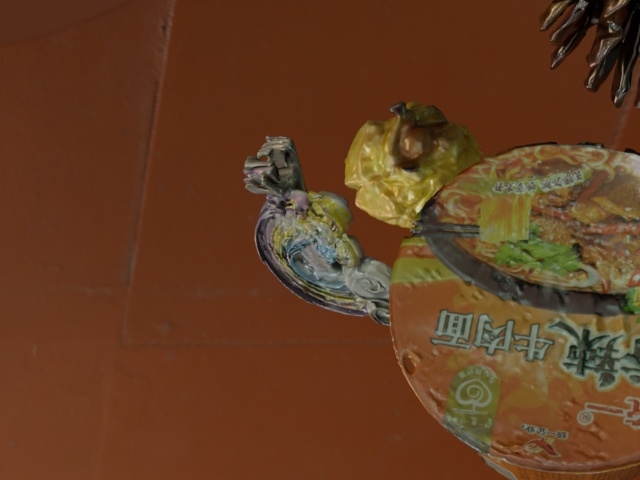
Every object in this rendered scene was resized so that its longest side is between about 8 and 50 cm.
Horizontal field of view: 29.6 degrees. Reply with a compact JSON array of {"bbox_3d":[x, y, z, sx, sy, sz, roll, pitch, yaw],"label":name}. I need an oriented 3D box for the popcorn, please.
[{"bbox_3d":[0.110,-0.082,1.372,0.148,0.167,0.152,-57,152,-23],"label":"popcorn"}]

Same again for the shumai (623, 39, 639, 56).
[{"bbox_3d":[0.385,-0.370,1.536,0.203,0.222,0.272,26,69,-12],"label":"shumai"}]

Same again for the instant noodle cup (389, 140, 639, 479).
[{"bbox_3d":[0.172,0.073,0.843,0.230,0.230,0.182,-28,152,-2],"label":"instant noodle cup"}]

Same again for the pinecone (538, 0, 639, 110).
[{"bbox_3d":[0.298,-0.219,1.020,0.264,0.264,0.264,-10,123,-15],"label":"pinecone"}]

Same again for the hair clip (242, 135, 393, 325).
[{"bbox_3d":[0.000,0.000,0.914,0.049,0.116,0.172,-48,122,-28],"label":"hair clip"}]
